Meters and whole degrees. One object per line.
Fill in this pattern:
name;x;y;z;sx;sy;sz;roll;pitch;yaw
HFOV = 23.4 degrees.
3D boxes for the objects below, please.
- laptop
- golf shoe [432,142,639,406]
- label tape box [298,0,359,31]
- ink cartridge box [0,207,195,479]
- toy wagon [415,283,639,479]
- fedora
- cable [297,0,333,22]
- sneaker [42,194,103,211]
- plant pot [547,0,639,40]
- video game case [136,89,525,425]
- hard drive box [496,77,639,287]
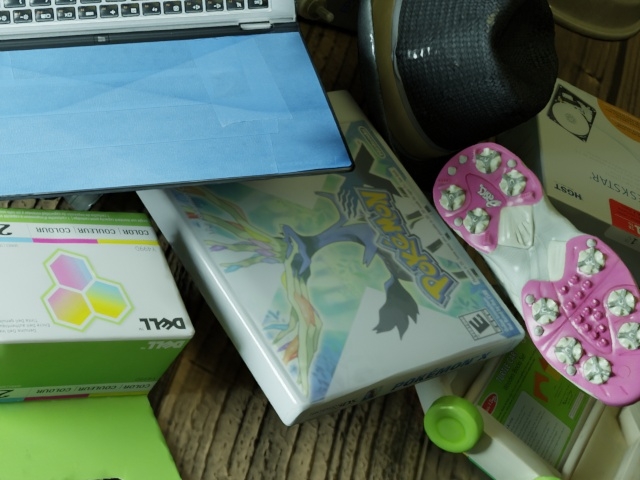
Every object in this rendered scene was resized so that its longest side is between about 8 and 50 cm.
laptop;-0.192;-0.245;1.360;0.382;0.236;0.408;-5;92;-11
golf shoe;0.233;0.038;1.515;0.306;0.115;0.140;57;6;27
label tape box;0.043;-0.368;1.894;0.334;0.106;0.240;10;46;-32
ink cartridge box;-0.195;0.103;1.244;0.189;0.097;0.255;1;51;-38
toy wagon;0.186;0.132;1.547;0.344;0.068;0.267;39;38;2
fedora;0.168;-0.203;1.681;0.334;0.152;0.334;16;72;-62
cable;-0.075;-0.315;1.775;0.072;0.139;0.287;38;11;-41
sneaker;-0.224;-0.085;1.442;0.089;0.051;0.170;39;41;-8
plant pot;0.413;-0.506;2.167;0.334;0.305;0.334;22;41;-21
video game case;0.000;0.000;1.455;0.300;0.036;0.329;-13;60;-42
hard drive box;0.307;-0.071;1.827;0.181;0.089;0.232;22;41;-19
